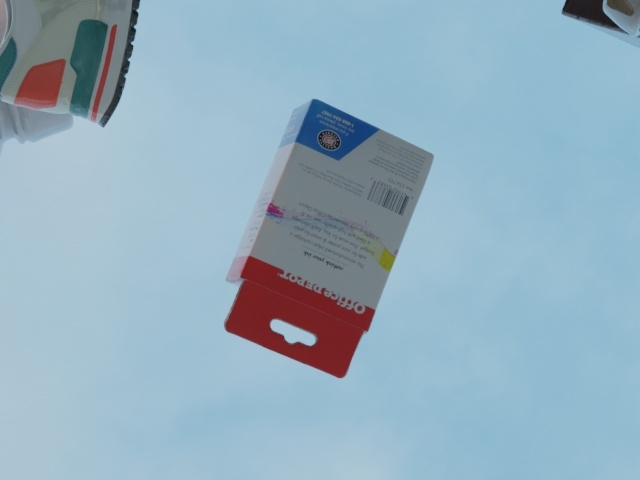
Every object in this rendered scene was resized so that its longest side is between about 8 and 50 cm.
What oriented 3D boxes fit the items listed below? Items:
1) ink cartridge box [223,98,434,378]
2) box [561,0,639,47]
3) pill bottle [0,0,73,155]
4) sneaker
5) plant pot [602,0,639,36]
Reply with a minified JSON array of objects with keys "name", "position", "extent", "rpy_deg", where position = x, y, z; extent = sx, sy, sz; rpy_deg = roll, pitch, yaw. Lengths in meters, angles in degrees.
[{"name":"ink cartridge box","position":[0.000,0.000,1.256],"extent":[0.134,0.078,0.231],"rpy_deg":[24,-98,-14]},{"name":"box","position":[0.358,-0.268,1.218],"extent":[0.167,0.168,0.203],"rpy_deg":[26,-79,36]},{"name":"pill bottle","position":[-0.360,-0.113,1.094],"extent":[0.283,0.160,0.160],"rpy_deg":[-19,-93,-14]},{"name":"sneaker","position":[-0.108,-0.130,0.541],"extent":[0.075,0.057,0.161],"rpy_deg":[8,-88,-11]},{"name":"plant pot","position":[0.247,-0.259,0.879],"extent":[0.110,0.237,0.237],"rpy_deg":[42,-79,9]}]
